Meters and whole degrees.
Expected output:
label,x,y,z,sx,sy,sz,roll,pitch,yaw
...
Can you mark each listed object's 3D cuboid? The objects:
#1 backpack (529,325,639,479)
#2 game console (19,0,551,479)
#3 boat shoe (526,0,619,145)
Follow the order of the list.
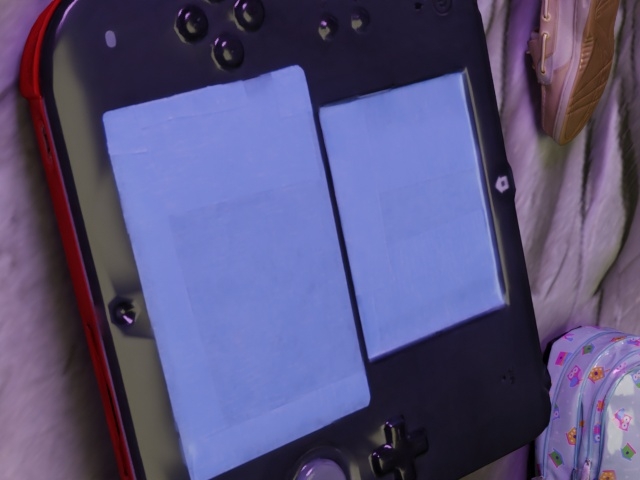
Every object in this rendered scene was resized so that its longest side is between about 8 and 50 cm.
label,x,y,z,sx,sy,sz,roll,pitch,yaw
backpack,0.252,0.165,1.091,0.152,0.115,0.182,-7,104,-35
game console,0.000,0.000,0.818,0.342,0.060,0.386,-17,102,-30
boat shoe,0.192,-0.156,0.986,0.063,0.059,0.170,-33,140,-39
